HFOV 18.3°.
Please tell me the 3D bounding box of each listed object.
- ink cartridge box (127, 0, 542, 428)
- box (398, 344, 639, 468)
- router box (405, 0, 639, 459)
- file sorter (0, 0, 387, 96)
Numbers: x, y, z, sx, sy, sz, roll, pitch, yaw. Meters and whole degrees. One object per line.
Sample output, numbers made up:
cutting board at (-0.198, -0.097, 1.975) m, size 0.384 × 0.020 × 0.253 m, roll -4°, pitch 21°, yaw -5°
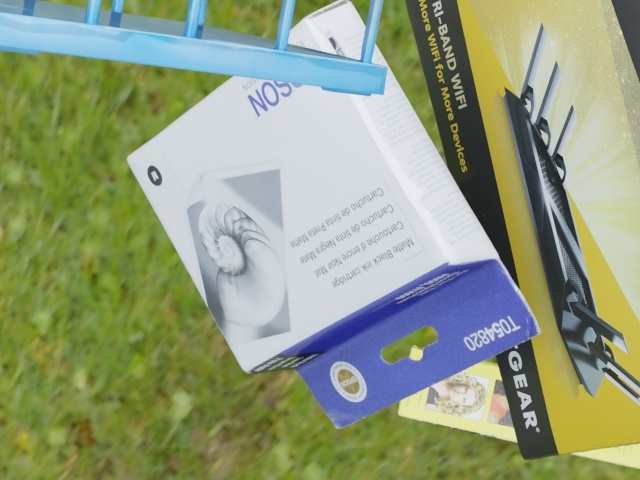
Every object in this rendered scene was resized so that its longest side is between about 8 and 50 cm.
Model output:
ink cartridge box at (0.000, 0.000, 1.195) m, size 0.045 × 0.223 × 0.224 m, roll -30°, pitch 88°, yaw -40°
box at (0.179, 0.134, 1.562) m, size 0.232 × 0.087 × 0.058 m, roll 11°, pitch 89°, yaw 5°
router box at (0.183, -0.037, 1.160) m, size 0.081 × 0.243 × 0.308 m, roll -12°, pitch 85°, yaw -35°
file sorter at (-0.070, -0.117, 0.696) m, size 0.170 × 0.118 × 0.104 m, roll 3°, pitch 100°, yaw -40°
